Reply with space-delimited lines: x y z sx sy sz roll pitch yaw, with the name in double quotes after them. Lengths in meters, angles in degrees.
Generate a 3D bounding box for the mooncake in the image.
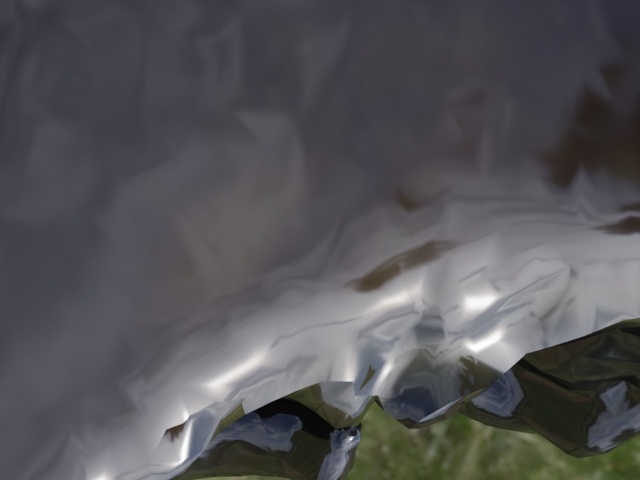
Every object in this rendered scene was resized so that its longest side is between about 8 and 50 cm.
0.000 0.000 0.717 0.394 0.246 0.393 29 91 -27 "mooncake"
